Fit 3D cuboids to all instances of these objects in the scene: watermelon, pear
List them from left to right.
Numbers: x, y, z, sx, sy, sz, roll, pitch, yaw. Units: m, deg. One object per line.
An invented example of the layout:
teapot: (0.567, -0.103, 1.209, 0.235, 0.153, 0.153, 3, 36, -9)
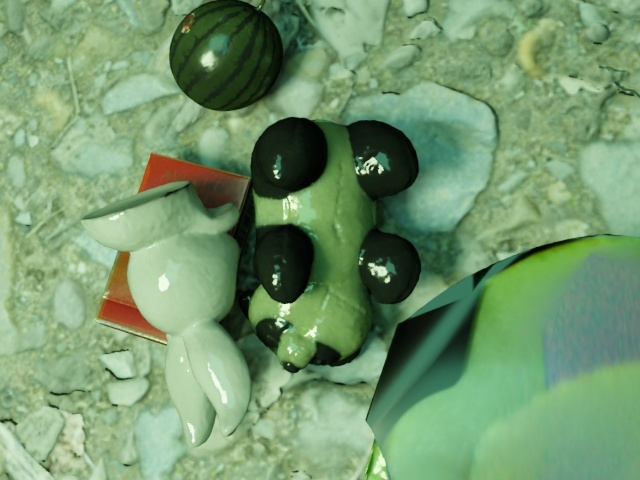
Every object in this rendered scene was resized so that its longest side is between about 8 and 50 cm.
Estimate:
watermelon: (-0.083, -0.187, 0.847, 0.133, 0.105, 0.105, -47, 70, 23)
pear: (0.217, 0.209, 0.654, 0.399, 0.165, 0.398, -3, 77, 14)

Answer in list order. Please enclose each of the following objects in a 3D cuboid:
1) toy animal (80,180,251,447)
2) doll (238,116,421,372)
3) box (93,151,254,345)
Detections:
toy animal: (-0.105, 0.057, 0.766, 0.104, 0.131, 0.220, -16, 100, 38)
doll: (0.001, -0.002, 0.777, 0.144, 0.135, 0.234, 3, 78, -21)
box: (-0.134, 0.013, 0.850, 0.112, 0.048, 0.175, 16, 82, 15)
